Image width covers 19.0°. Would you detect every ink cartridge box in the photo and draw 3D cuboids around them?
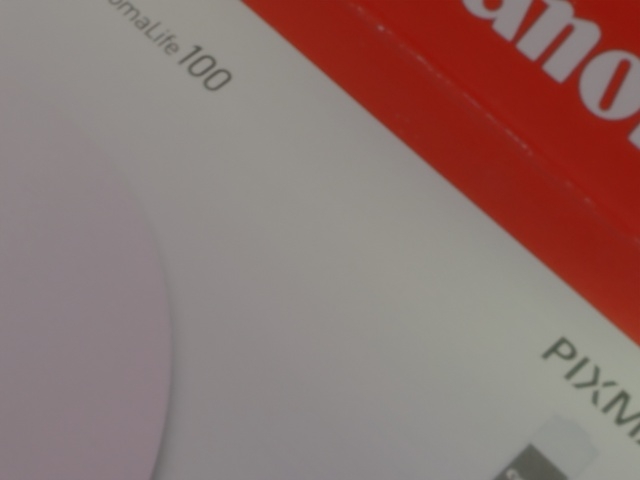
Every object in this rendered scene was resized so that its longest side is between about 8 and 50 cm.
[{"bbox_3d":[0.000,0.000,0.366,0.189,0.066,0.232,42,99,16],"label":"ink cartridge box"}]
